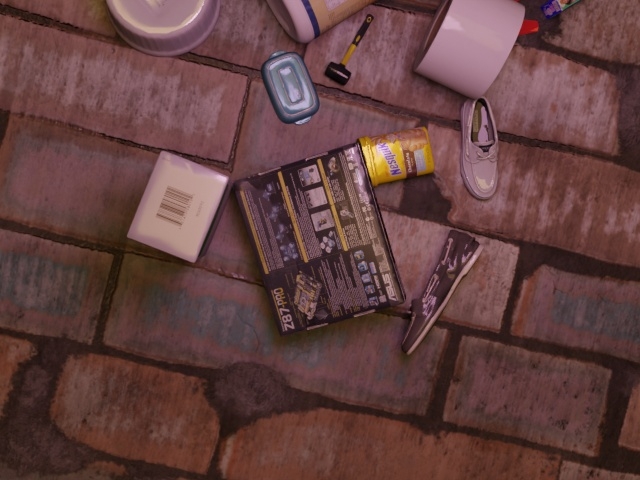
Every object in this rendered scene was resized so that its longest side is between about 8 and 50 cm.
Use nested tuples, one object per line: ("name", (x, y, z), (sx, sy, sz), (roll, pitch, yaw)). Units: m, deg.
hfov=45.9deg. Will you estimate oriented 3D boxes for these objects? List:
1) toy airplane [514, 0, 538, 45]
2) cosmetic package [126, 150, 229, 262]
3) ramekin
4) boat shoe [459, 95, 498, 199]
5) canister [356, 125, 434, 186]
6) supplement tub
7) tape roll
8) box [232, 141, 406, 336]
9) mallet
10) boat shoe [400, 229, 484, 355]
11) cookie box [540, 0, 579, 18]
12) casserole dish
("toy airplane", (0.478, -0.559, 1.895), (0.151, 0.028, 0.151), (0, 92, -4))
("cosmetic package", (-0.300, -0.071, 1.668), (0.155, 0.365, 0.197), (22, 90, -4))
("ramekin", (-0.375, -0.582, 1.765), (0.277, 0.135, 0.277), (0, 91, -5))
("boat shoe", (0.393, -0.229, 1.867), (0.095, 0.084, 0.258), (-11, 92, -5))
("canister", (0.184, -0.207, 1.856), (0.169, 0.073, 0.126), (-12, 93, -6))
("supplement tub", (0.029, -0.630, 1.753), (0.316, 0.228, 0.228), (-33, 94, -4))
("tape roll", (0.346, -0.475, 1.777), (0.169, 0.246, 0.246), (25, 89, -5))
("box", (0.000, 0.000, 1.798), (0.318, 0.097, 0.395), (-17, 93, 8))
("mallet", (0.087, -0.469, 1.861), (0.062, 0.039, 0.190), (37, 84, -4))
("boat shoe", (0.278, 0.125, 1.862), (0.095, 0.112, 0.335), (33, 83, 12))
("cookie box", (0.616, -0.601, 1.875), (0.107, 0.092, 0.040), (-32, 97, -3))
("casserole dish", (-0.073, -0.376, 1.847), (0.114, 0.037, 0.189), (-22, 94, -4))
